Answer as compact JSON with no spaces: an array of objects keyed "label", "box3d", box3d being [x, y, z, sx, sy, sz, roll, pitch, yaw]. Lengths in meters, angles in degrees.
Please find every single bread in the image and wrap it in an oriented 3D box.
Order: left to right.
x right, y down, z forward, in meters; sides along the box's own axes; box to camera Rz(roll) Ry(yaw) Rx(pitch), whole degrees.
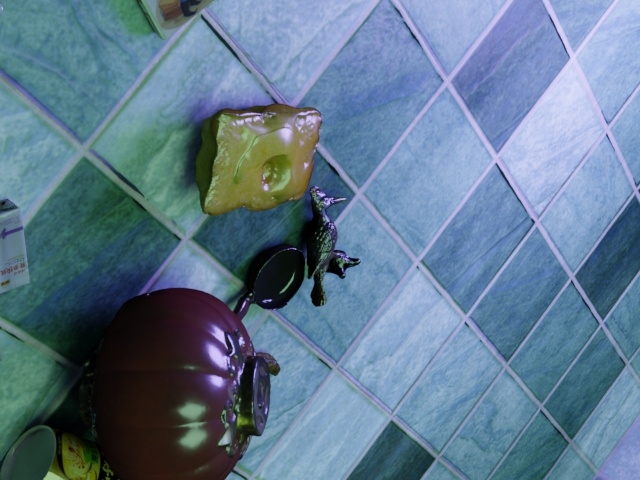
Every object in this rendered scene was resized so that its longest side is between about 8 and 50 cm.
[{"label":"bread","box3d":[-0.096,-0.126,1.627,0.233,0.088,0.161,-5,122,-46]}]

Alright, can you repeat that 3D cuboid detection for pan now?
[{"label":"pan","box3d":[-0.104,0.088,1.781,0.212,0.040,0.115,-42,138,-28]}]

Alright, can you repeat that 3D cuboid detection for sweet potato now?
[{"label":"sweet potato","box3d":[-0.108,0.207,1.857,0.041,0.038,0.153,-43,152,19]}]

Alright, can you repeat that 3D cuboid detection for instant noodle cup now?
[{"label":"instant noodle cup","box3d":[-0.380,0.342,1.598,0.122,0.151,0.151,39,84,-37]}]

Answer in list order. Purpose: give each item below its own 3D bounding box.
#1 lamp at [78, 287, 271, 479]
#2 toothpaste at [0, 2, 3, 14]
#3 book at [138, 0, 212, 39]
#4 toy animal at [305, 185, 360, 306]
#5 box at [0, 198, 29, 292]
[{"label":"lamp","box3d":[-0.206,0.218,1.584,0.303,0.257,0.303,1,90,-82]},{"label":"toothpaste","box3d":[-0.447,-0.276,1.222,0.204,0.031,0.049,5,110,-43]},{"label":"book","box3d":[-0.184,-0.414,1.400,0.202,0.027,0.264,-43,137,-16]},{"label":"toy animal","box3d":[0.006,0.001,1.818,0.105,0.070,0.202,-38,131,-44]},{"label":"box","box3d":[-0.411,0.008,1.430,0.050,0.036,0.117,-21,128,-36]}]
